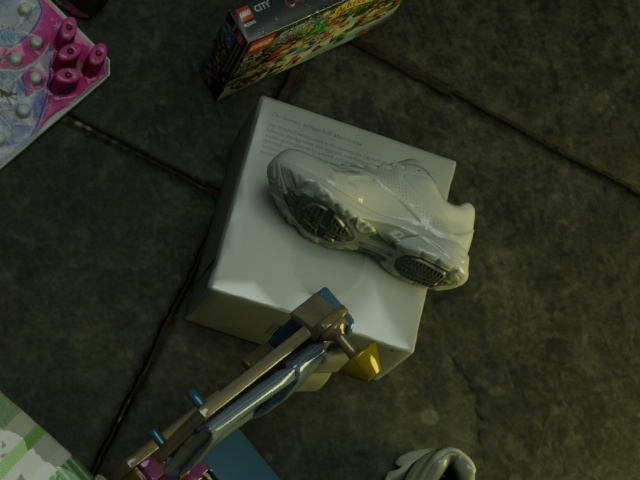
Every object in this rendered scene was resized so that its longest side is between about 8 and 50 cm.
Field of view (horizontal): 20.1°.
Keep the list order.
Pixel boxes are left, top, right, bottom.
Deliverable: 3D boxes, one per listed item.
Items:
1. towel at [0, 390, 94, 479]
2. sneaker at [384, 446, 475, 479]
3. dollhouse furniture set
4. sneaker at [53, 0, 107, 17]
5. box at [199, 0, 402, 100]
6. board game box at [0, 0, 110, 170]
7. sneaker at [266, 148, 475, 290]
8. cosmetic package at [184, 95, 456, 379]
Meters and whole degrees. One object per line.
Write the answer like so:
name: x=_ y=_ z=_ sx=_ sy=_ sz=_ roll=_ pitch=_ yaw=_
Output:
towel: x=-0.295 y=0.330 z=1.775 sx=0.325 sy=0.038 sz=0.248 roll=42 pitch=66 yaw=2
sneaker: x=0.104 y=0.347 z=1.840 sx=0.110 sy=0.118 sz=0.292 roll=12 pitch=71 yaw=-14
dollhouse furniture set: x=-0.074 y=0.236 z=1.699 sx=0.198 sy=0.303 sz=0.286 roll=50 pitch=53 yaw=5
sneaker: x=-0.287 y=-0.331 z=1.983 sx=0.077 sy=0.072 sz=0.178 roll=-40 pitch=92 yaw=-34
box: x=-0.010 y=-0.244 z=1.982 sx=0.233 sy=0.159 sz=0.044 roll=-27 pitch=81 yaw=-22
board game box: x=-0.482 y=-0.207 z=1.893 sx=0.390 sy=0.050 sz=0.390 roll=45 pitch=66 yaw=2
sneaker: x=0.055 y=-0.042 z=1.832 sx=0.232 sy=0.090 sz=0.115 roll=28 pitch=59 yaw=-15
cosmetic package: x=0.000 y=0.000 z=1.914 sx=0.224 sy=0.138 sz=0.225 roll=19 pitch=69 yaw=-10
